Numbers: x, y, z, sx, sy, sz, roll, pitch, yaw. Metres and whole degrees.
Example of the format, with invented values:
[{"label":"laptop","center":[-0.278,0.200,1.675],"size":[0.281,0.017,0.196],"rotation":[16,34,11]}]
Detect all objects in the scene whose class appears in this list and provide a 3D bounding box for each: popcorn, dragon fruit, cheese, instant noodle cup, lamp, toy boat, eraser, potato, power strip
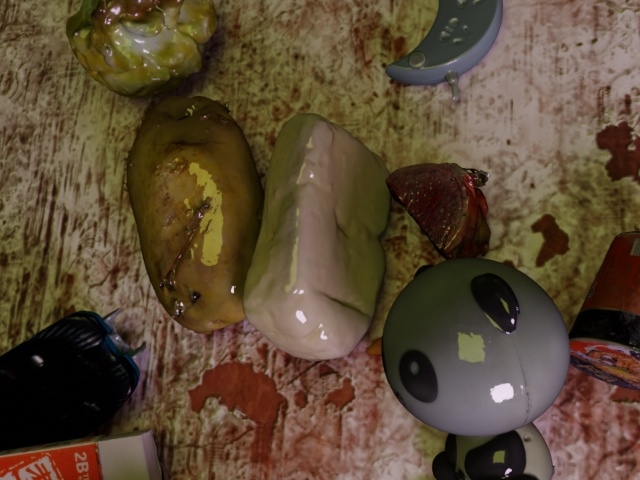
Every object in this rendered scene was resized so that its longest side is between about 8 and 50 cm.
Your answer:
[{"label":"popcorn","center":[-0.227,-0.287,1.143],"size":[0.197,0.212,0.198],"rotation":[6,70,-16]},{"label":"dragon fruit","center":[0.152,-0.033,0.999],"size":[0.096,0.102,0.147],"rotation":[-34,62,1]},{"label":"cheese","center":[-0.001,0.000,1.003],"size":[0.093,0.159,0.263],"rotation":[-9,67,45]},{"label":"instant noodle cup","center":[0.321,0.069,0.907],"size":[0.127,0.127,0.136],"rotation":[16,70,21]},{"label":"lamp","center":[0.155,0.138,0.883],"size":[0.197,0.198,0.244],"rotation":[-9,97,14]},{"label":"toy boat","center":[-0.351,0.195,1.083],"size":[0.298,0.092,0.134],"rotation":[-31,97,12]},{"label":"eraser","center":[-0.289,0.310,1.021],"size":[0.230,0.038,0.157],"rotation":[-11,89,10]},{"label":"potato","center":[-0.145,-0.044,1.062],"size":[0.173,0.140,0.300],"rotation":[-32,62,38]},{"label":"power strip","center":[0.154,-0.269,1.099],"size":[0.137,0.044,0.216],"rotation":[3,73,17]}]

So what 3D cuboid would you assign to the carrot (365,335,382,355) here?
[{"label":"carrot","center":[0.137,0.090,0.997],"size":[0.190,0.037,0.037],"rotation":[-22,68,13]}]
